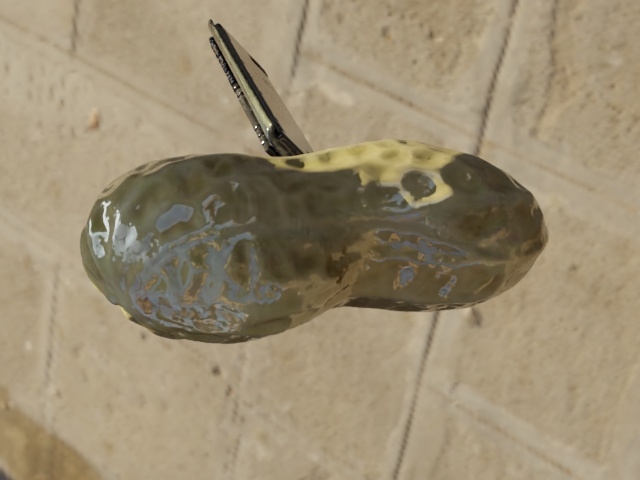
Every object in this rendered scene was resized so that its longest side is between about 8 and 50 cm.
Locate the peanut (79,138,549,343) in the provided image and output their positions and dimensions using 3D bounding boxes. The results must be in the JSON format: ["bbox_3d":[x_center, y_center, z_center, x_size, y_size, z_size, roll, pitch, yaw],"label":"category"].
[{"bbox_3d":[0.000,0.000,0.854,0.136,0.298,0.120,-111,19,-53],"label":"peanut"}]

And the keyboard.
[{"bbox_3d":[-0.046,-0.111,1.134,0.025,0.093,0.230,-39,34,7],"label":"keyboard"}]
